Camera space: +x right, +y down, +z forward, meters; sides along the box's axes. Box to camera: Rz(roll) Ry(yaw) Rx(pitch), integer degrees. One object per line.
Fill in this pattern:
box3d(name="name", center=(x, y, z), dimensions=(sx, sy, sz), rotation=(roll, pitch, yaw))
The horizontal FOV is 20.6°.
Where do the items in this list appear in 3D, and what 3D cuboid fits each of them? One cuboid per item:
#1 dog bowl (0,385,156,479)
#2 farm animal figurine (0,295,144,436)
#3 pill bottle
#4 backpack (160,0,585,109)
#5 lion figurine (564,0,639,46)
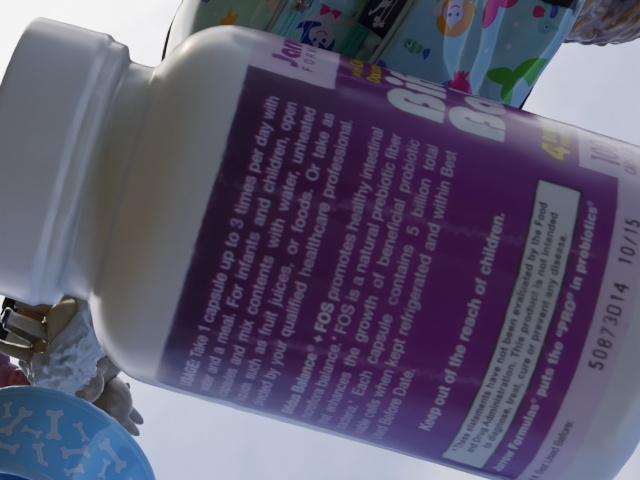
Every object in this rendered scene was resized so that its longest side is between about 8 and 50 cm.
box3d(name="dog bowl", center=(-0.269, 0.207, 1.334), dimensions=(0.297, 0.166, 0.074), rotation=(-11, -149, 25))
box3d(name="farm animal figurine", center=(-0.233, 0.102, 1.719), dimensions=(0.330, 0.172, 0.327), rotation=(-78, -165, -51))
box3d(name="pill bottle", center=(0.000, 0.000, 0.791), dimensions=(0.169, 0.301, 0.169), rotation=(-164, -90, -85))
box3d(name="backpack", center=(0.016, -0.095, 0.986), dimensions=(0.225, 0.191, 0.253), rotation=(-116, -135, -63))
box3d(name="lion figurine", center=(0.330, -0.243, 1.630), dimensions=(0.240, 0.392, 0.142), rotation=(-51, -122, 9))
